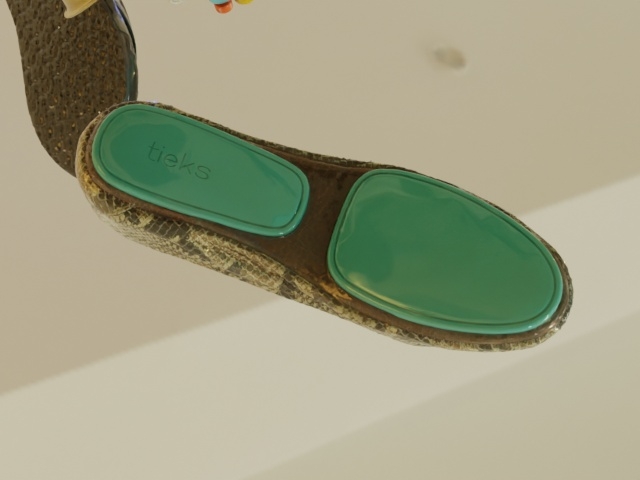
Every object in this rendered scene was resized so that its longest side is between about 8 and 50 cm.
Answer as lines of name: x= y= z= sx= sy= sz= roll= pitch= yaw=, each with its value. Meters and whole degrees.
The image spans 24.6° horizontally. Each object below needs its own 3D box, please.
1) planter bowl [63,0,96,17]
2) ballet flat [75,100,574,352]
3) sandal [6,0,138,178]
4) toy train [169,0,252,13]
planter bowl: x=-0.156 y=-0.281 z=1.129 sx=0.090 sy=0.217 sz=0.217 roll=42 pitch=-140 yaw=-20
ballet flat: x=0.000 y=0.000 z=1.399 sx=0.482 sy=0.182 sz=0.164 roll=19 pitch=-113 yaw=8
sandal: x=-0.297 y=-0.271 z=1.810 sx=0.107 sy=0.167 sz=0.446 roll=11 pitch=-130 yaw=-49
toy train: x=-0.084 y=-0.298 z=1.440 sx=0.125 sy=0.166 sz=0.046 roll=11 pitch=-135 yaw=-42
